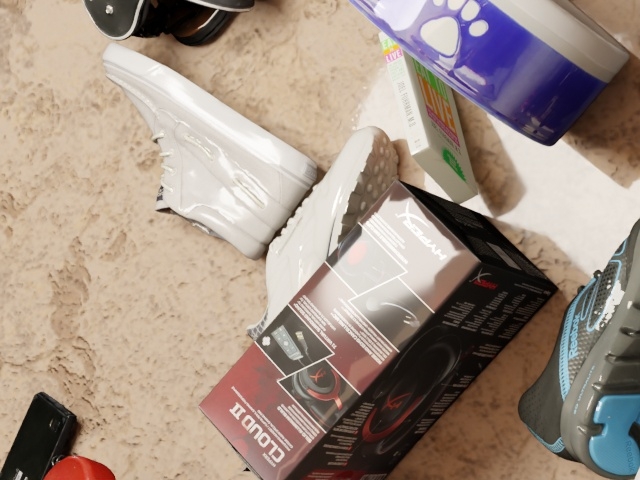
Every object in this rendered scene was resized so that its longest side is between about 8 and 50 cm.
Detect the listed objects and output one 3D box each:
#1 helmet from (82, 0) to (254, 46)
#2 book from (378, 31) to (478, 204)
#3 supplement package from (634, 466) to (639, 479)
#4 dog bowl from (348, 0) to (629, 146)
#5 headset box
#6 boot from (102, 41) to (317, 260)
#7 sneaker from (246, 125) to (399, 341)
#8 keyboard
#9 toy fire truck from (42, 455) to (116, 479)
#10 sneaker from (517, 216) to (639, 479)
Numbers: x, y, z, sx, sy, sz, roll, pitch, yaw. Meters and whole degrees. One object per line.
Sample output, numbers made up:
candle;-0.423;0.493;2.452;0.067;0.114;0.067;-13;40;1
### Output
helmet;-0.139;-0.270;1.711;0.161;0.169;0.169;-38;70;33
book;0.094;-0.113;1.597;0.035;0.096;0.144;-26;53;18
supplement package;0.406;0.192;1.387;0.262;0.204;0.145;23;94;25
dog bowl;0.130;-0.200;1.524;0.265;0.265;0.104;44;104;22
headset box;0.045;0.103;1.552;0.110;0.218;0.293;46;103;23
boot;-0.134;-0.085;1.720;0.258;0.095;0.123;33;91;23
sneaker;0.000;0.000;1.661;0.095;0.090;0.235;20;91;34
keyboard;-0.289;0.257;1.793;0.100;0.038;0.192;30;98;48
toy fire truck;-0.195;0.362;1.610;0.254;0.169;0.302;-55;35;13
sneaker;0.276;0.031;1.505;0.341;0.125;0.140;-58;26;-10
